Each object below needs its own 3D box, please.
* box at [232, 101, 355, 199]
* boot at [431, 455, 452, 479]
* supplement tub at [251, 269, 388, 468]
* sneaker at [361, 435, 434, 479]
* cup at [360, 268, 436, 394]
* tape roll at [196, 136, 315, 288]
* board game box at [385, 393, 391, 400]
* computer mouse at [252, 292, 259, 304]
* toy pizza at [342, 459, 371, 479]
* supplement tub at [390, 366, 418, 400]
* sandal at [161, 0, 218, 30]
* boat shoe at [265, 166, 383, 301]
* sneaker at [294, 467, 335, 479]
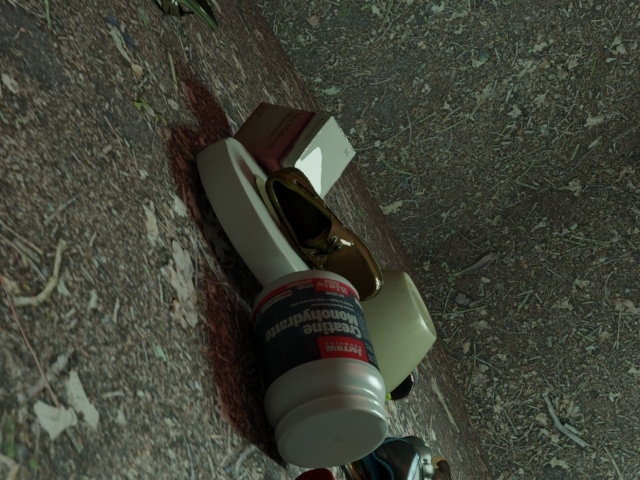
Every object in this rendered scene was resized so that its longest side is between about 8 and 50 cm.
[{"bbox_3d":[-0.068,-0.200,1.535,0.232,0.149,0.127,19,-24,41],"label":"box"},{"bbox_3d":[0.305,0.638,1.728,0.248,0.090,0.207,49,11,-51],"label":"boot"},{"bbox_3d":[-0.005,0.200,1.113,0.191,0.191,0.272,53,15,-44],"label":"supplement tub"},{"bbox_3d":[0.151,0.545,1.305,0.139,0.125,0.341,12,56,-36],"label":"sneaker"},{"bbox_3d":[0.123,0.196,1.579,0.331,0.237,0.331,59,13,-23],"label":"cup"},{"bbox_3d":[-0.102,-0.025,1.364,0.392,0.072,0.392,58,7,-12],"label":"tape roll"},{"bbox_3d":[0.132,0.328,1.819,0.092,0.043,0.181,57,14,-35],"label":"board game box"},{"bbox_3d":[-0.063,0.168,1.298,0.193,0.042,0.106,57,14,-32],"label":"computer mouse"},{"bbox_3d":[0.069,0.406,1.395,0.201,0.032,0.201,60,12,-22],"label":"toy pizza"},{"bbox_3d":[0.219,0.379,1.943,0.106,0.106,0.198,65,11,6],"label":"supplement tub"},{"bbox_3d":[-0.344,-0.569,1.572,0.302,0.086,0.120,20,49,-53],"label":"sandal"},{"bbox_3d":[0.000,0.000,1.298,0.307,0.110,0.104,48,12,-3],"label":"boat shoe"},{"bbox_3d":[-0.006,0.429,0.940,0.221,0.087,0.128,-71,143,-57],"label":"sneaker"}]
